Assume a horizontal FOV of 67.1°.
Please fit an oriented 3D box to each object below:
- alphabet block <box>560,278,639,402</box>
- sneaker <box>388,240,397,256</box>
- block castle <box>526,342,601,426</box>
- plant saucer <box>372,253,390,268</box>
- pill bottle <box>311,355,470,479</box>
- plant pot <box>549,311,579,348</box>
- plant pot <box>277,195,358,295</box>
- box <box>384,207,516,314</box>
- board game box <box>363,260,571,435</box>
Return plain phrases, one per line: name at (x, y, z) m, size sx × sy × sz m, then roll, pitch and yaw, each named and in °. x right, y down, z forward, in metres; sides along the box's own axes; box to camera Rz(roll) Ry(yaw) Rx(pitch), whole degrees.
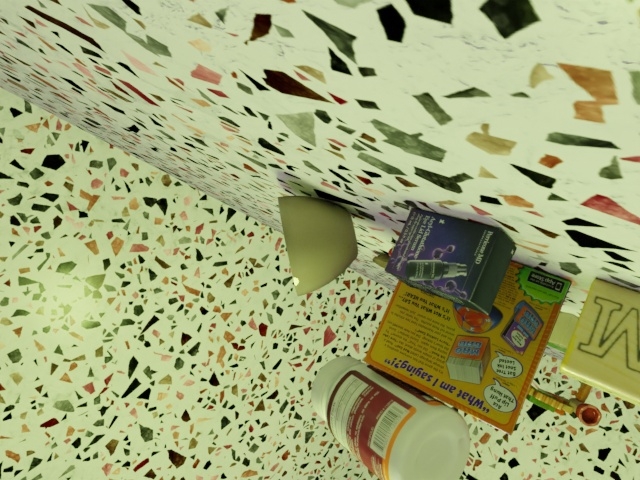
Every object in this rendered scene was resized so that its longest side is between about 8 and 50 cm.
alphabet block at (0.605, 0.211, 0.949) m, size 0.197 × 0.193 × 0.192 m, roll 21°, pitch 172°, yaw 29°
sneaker at (0.242, 0.030, 1.545) m, size 0.067 × 0.042 × 0.118 m, roll 23°, pitch 168°, yaw -29°
block castle at (0.929, 0.519, 1.940) m, size 0.453 × 0.303 × 0.213 m, roll 24°, pitch -179°, yaw 4°
plant saucer at (0.345, 0.119, 1.966) m, size 0.278 × 0.041 × 0.278 m, roll 25°, pitch 175°, yaw 2°
pill bottle at (0.151, 0.444, 1.201) m, size 0.224 × 0.224 × 0.392 m, roll 28°, pitch 174°, yaw -31°
plant pot at (0.751, 0.280, 1.470) m, size 0.109 × 0.096 × 0.109 m, roll 25°, pitch 174°, yaw -13°
plant pot at (0.000, 0.000, 1.362) m, size 0.191 × 0.284 × 0.284 m, roll -11°, pitch 174°, yaw -2°
box at (0.262, 0.038, 0.982) m, size 0.207 × 0.153 × 0.108 m, roll 17°, pitch 171°, yaw 43°
board game box at (0.381, 0.234, 1.249) m, size 0.357 × 0.356 × 0.356 m, roll 22°, pitch 173°, yaw 25°
